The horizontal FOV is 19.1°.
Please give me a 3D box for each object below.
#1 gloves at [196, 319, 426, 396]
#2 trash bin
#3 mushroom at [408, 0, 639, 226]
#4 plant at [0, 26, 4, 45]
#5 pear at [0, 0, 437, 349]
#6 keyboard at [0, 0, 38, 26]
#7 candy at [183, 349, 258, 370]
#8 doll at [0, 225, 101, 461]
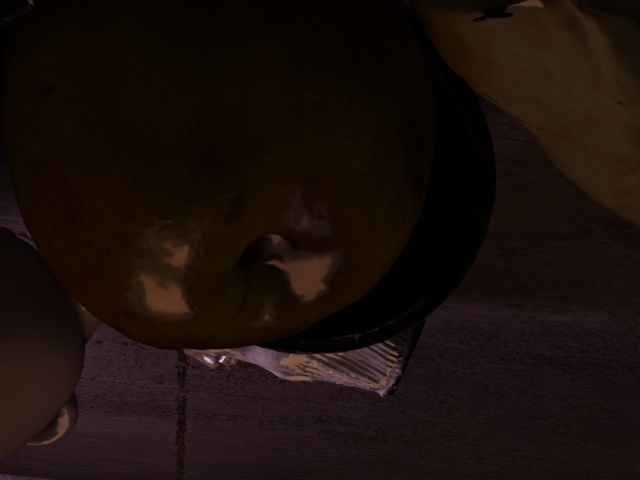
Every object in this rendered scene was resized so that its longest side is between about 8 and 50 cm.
[{"bbox_3d":[-0.036,0.055,1.409,0.229,0.097,0.119,11,134,-10],"label":"gloves"},{"bbox_3d":[0.015,-0.024,0.999,0.175,0.175,0.161,2,176,13],"label":"trash bin"},{"bbox_3d":[0.138,-0.069,0.908,0.100,0.081,0.312,-8,159,26],"label":"mushroom"},{"bbox_3d":[-0.207,-0.102,0.936,0.174,0.085,0.087,10,142,6],"label":"plant"},{"bbox_3d":[-0.045,-0.051,0.820,0.200,0.200,0.200,5,166,1],"label":"pear"},{"bbox_3d":[-0.186,-0.153,0.628,0.072,0.023,0.231,-16,126,45],"label":"keyboard"},{"bbox_3d":[-0.052,0.062,1.506,0.095,0.085,0.110,5,179,38],"label":"candy"},{"bbox_3d":[-0.300,0.051,1.172,0.365,0.376,0.187,24,-173,-38],"label":"doll"}]
